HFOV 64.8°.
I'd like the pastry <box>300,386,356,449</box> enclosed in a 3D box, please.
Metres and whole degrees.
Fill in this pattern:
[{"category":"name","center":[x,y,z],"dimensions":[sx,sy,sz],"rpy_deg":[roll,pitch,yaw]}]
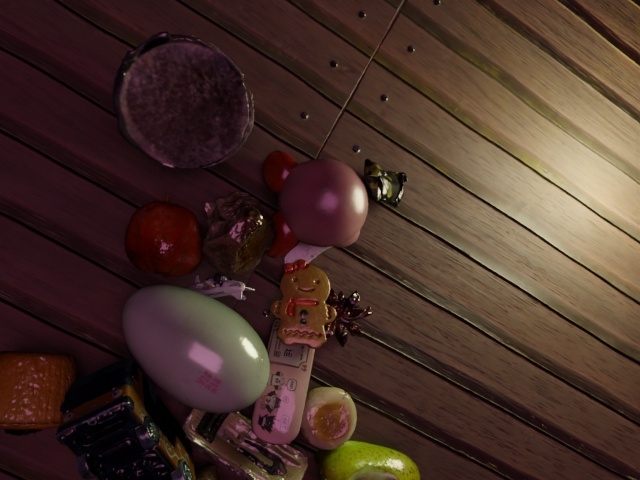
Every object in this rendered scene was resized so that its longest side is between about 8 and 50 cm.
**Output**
[{"category":"pastry","center":[0.014,0.448,1.281],"dimensions":[0.156,0.092,0.157],"rpy_deg":[0,91,-16]}]

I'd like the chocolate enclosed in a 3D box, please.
[{"category":"chocolate","center":[-0.306,-0.339,1.157],"dimensions":[0.302,0.213,0.304],"rpy_deg":[-6,125,-8]}]

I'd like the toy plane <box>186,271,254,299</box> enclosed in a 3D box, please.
[{"category":"toy plane","center":[-0.252,0.114,1.218],"dimensions":[0.171,0.162,0.066],"rpy_deg":[2,72,22]}]

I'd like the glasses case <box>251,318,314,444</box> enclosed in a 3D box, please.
[{"category":"glasses case","center":[-0.087,0.334,1.239],"dimensions":[0.121,0.075,0.315],"rpy_deg":[12,69,-2]}]

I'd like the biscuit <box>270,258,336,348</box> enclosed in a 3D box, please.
[{"category":"biscuit","center":[-0.040,0.154,1.261],"dimensions":[0.165,0.036,0.226],"rpy_deg":[8,65,-3]}]

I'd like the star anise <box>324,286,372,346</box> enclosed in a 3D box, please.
[{"category":"star anise","center":[0.051,0.197,1.318],"dimensions":[0.167,0.057,0.168],"rpy_deg":[0,89,-4]}]

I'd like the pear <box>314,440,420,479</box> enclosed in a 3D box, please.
[{"category":"pear","center":[0.135,0.645,1.272],"dimensions":[0.292,0.159,0.293],"rpy_deg":[1,87,-17]}]

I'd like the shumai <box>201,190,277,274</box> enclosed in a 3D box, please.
[{"category":"shumai","center":[-0.215,-0.034,1.172],"dimensions":[0.184,0.218,0.185],"rpy_deg":[-42,75,-2]}]

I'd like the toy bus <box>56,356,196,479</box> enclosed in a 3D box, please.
[{"category":"toy bus","center":[-0.398,0.426,1.073],"dimensions":[0.161,0.194,0.324],"rpy_deg":[-25,120,-7]}]

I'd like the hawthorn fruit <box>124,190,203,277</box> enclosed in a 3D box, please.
[{"category":"hawthorn fruit","center":[-0.357,-0.017,1.168],"dimensions":[0.178,0.179,0.201],"rpy_deg":[5,73,-14]}]

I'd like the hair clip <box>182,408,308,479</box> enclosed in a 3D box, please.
[{"category":"hair clip","center":[-0.186,0.502,1.228],"dimensions":[0.321,0.091,0.138],"rpy_deg":[38,58,-7]}]

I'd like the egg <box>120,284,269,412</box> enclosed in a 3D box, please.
[{"category":"egg","center":[-0.284,0.241,1.143],"dimensions":[0.370,0.230,0.230],"rpy_deg":[35,80,-4]}]

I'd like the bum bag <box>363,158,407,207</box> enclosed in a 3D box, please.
[{"category":"bum bag","center":[0.165,-0.144,1.295],"dimensions":[0.060,0.232,0.107],"rpy_deg":[-12,83,30]}]

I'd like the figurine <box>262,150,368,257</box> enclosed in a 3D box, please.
[{"category":"figurine","center":[-0.006,-0.090,1.228],"dimensions":[0.261,0.211,0.270],"rpy_deg":[2,87,-13]}]

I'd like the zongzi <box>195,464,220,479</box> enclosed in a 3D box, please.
[{"category":"zongzi","center":[-0.331,0.673,1.180],"dimensions":[0.255,0.115,0.228],"rpy_deg":[-19,97,-8]}]

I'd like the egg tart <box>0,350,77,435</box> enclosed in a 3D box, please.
[{"category":"egg tart","center":[-0.616,0.326,1.076],"dimensions":[0.215,0.215,0.171],"rpy_deg":[8,76,-14]}]

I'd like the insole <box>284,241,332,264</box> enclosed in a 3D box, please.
[{"category":"insole","center":[0.000,0.000,1.336],"dimensions":[0.232,0.003,0.080],"rpy_deg":[-36,97,-13]}]
